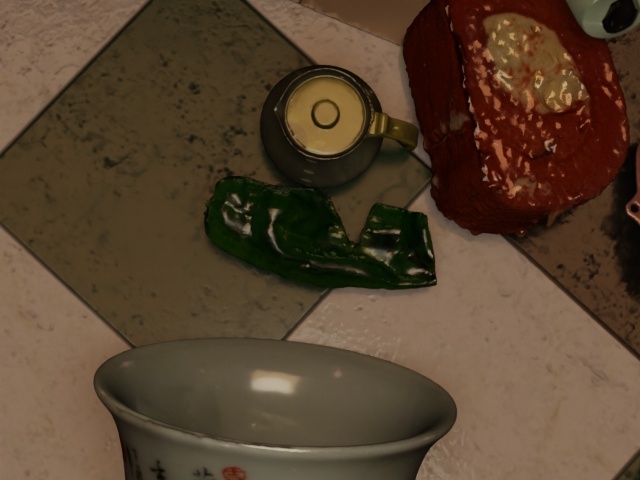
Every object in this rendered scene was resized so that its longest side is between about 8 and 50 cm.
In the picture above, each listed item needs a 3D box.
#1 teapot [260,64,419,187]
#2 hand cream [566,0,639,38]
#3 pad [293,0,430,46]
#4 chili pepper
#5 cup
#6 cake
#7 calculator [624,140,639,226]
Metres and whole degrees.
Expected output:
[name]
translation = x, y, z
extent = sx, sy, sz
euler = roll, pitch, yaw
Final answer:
[teapot]
translation = 0.020, -0.119, 1.823
extent = 0.166, 0.119, 0.130
euler = 8, 83, -2
[hand cream]
translation = 0.254, -0.332, 1.811
extent = 0.109, 0.067, 0.320
euler = 1, 49, -21
[pad]
translation = 0.070, -0.301, 1.906
extent = 0.243, 0.004, 0.163
euler = 23, 82, 0
[chili pepper]
translation = 0.000, -0.002, 1.827
extent = 0.253, 0.083, 0.099
euler = 11, 91, -6
[cup]
translation = -0.049, 0.216, 1.699
extent = 0.347, 0.347, 0.163
euler = 5, 103, -2
[cake]
translation = 0.202, -0.144, 1.822
extent = 0.177, 0.151, 0.283
euler = -9, 80, -19
[calculator]
translation = 0.475, -0.036, 1.847
extent = 0.330, 0.048, 0.220
euler = 0, 77, -9
